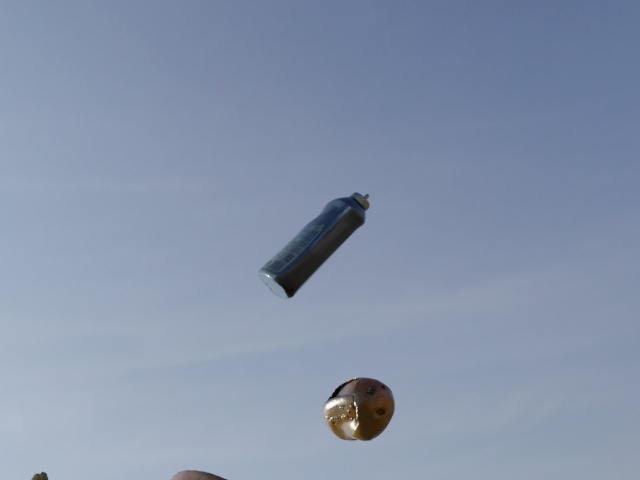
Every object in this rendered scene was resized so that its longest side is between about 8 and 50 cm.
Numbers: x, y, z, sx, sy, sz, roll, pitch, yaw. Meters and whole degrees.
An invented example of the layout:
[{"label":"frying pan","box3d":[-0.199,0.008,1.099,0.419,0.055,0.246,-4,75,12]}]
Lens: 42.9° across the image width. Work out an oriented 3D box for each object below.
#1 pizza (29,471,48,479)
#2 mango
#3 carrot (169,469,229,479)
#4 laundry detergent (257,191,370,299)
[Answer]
[{"label":"pizza","box3d":[-0.731,0.676,1.957,0.058,0.197,0.292,26,-90,-10]},{"label":"mango","box3d":[0.095,0.431,2.027,0.151,0.156,0.248,16,-35,-23]},{"label":"carrot","box3d":[-0.120,0.421,1.064,0.100,0.258,0.307,-46,-9,-34]},{"label":"laundry detergent","box3d":[-0.001,-0.001,1.234,0.206,0.061,0.096,-45,11,-14]}]
